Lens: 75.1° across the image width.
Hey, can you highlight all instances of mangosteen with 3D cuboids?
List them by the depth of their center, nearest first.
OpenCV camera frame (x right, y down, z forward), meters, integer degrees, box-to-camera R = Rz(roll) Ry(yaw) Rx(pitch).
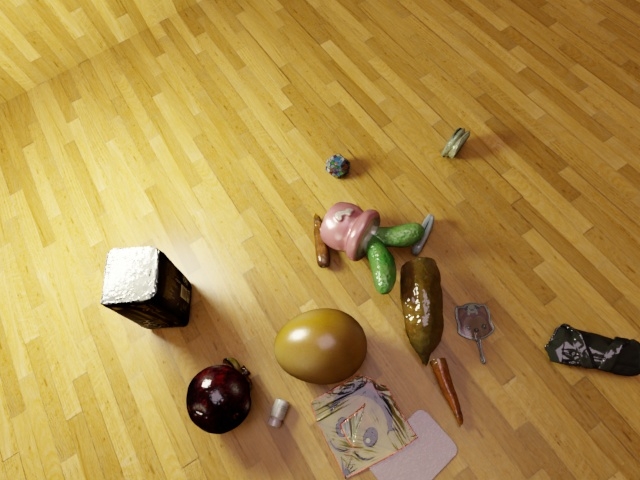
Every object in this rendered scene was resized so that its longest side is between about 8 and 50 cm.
[{"bbox_3d":[-0.328,0.520,1.419,0.228,0.229,0.265,22,29,16],"label":"mangosteen"}]

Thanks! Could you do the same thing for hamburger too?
[{"bbox_3d":[0.571,-0.409,1.750,0.062,0.133,0.140,34,82,11],"label":"hamburger"}]

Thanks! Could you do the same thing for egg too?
[{"bbox_3d":[-0.002,0.358,1.413,0.322,0.250,0.251,-10,65,15],"label":"egg"}]

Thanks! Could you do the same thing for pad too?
[{"bbox_3d":[0.300,0.704,1.357,0.266,0.002,0.176,-40,67,-11],"label":"pad"}]

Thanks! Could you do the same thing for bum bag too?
[{"bbox_3d":[0.926,0.364,1.390,0.325,0.080,0.142,8,71,10],"label":"bum bag"}]

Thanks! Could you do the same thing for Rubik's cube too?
[{"bbox_3d":[0.075,-0.319,1.789,0.111,0.111,0.093,46,103,22],"label":"Rubik's cube"}]

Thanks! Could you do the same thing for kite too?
[{"bbox_3d":[0.134,0.630,1.404,0.377,0.013,0.328,17,69,14],"label":"kite"}]

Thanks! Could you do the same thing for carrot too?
[{"bbox_3d":[0.436,0.510,1.404,0.057,0.057,0.225,-18,69,-1],"label":"carrot"},{"bbox_3d":[0.000,0.000,1.678,0.058,0.059,0.248,-10,62,2],"label":"carrot"}]

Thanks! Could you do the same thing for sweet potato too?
[{"bbox_3d":[0.362,0.247,1.473,0.157,0.158,0.370,-3,65,5],"label":"sweet potato"}]

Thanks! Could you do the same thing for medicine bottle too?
[{"bbox_3d":[-0.145,0.593,1.433,0.052,0.052,0.089,17,69,14],"label":"medicine bottle"}]

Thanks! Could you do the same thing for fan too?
[{"bbox_3d":[0.559,0.329,1.489,0.131,0.009,0.220,-6,65,5],"label":"fan"}]

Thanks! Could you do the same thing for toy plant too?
[{"bbox_3d":[0.170,0.012,1.562,0.355,0.211,0.317,30,63,18],"label":"toy plant"}]

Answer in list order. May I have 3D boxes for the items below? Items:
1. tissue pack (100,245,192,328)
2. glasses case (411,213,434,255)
[{"bbox_3d":[-0.605,0.181,1.506,0.198,0.370,0.210,-8,65,-2],"label":"tissue pack"},{"bbox_3d":[0.403,-0.023,1.631,0.045,0.067,0.179,24,71,16],"label":"glasses case"}]
